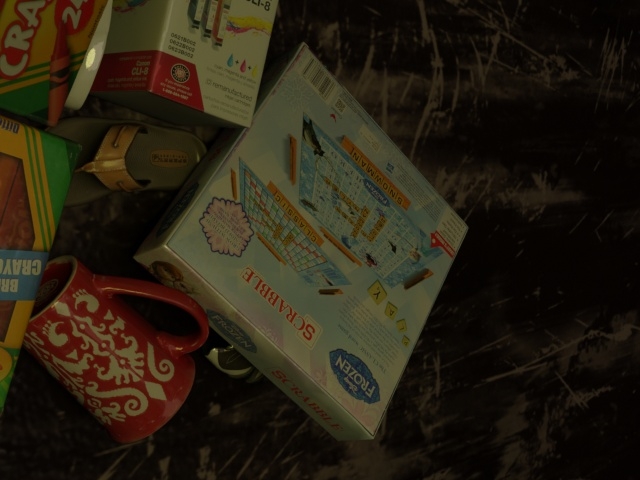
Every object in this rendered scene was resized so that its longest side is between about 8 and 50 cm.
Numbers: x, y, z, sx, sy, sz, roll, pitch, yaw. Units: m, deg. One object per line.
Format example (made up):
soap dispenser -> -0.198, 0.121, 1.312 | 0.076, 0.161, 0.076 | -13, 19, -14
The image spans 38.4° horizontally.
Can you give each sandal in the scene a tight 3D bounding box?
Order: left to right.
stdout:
sandal -> -0.193, -0.076, 0.917 | 0.219, 0.060, 0.090 | -3, 98, -44

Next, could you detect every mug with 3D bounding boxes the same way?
mug -> -0.206, 0.089, 0.899 | 0.150, 0.113, 0.169 | -49, 123, -16

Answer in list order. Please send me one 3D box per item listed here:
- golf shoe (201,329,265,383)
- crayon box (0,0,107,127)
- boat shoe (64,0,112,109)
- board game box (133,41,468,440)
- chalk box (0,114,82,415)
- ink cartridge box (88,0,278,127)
golf shoe -> -0.070, 0.060, 1.048 | 0.094, 0.077, 0.198 | 29, 75, -42
crayon box -> -0.266, -0.214, 0.655 | 0.202, 0.081, 0.318 | -67, 163, 3
boat shoe -> -0.232, -0.239, 0.849 | 0.076, 0.080, 0.228 | 11, 92, -27
board game box -> 0.000, 0.000, 1.022 | 0.318, 0.066, 0.318 | 46, 53, -22
chalk box -> -0.339, 0.030, 0.711 | 0.180, 0.179, 0.289 | 18, 84, -43
ink cartridge box -> -0.134, -0.212, 0.906 | 0.128, 0.127, 0.176 | 15, 85, -44
